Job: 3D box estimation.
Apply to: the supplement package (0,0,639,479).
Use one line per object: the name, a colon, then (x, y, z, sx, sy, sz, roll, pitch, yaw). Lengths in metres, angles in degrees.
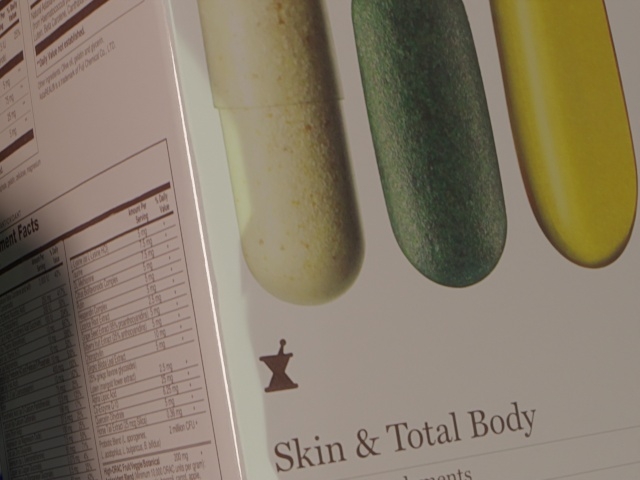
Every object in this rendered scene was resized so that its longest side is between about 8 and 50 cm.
supplement package: (0.000, 0.000, 0.624, 0.199, 0.198, 0.262, -6, 82, -30)
